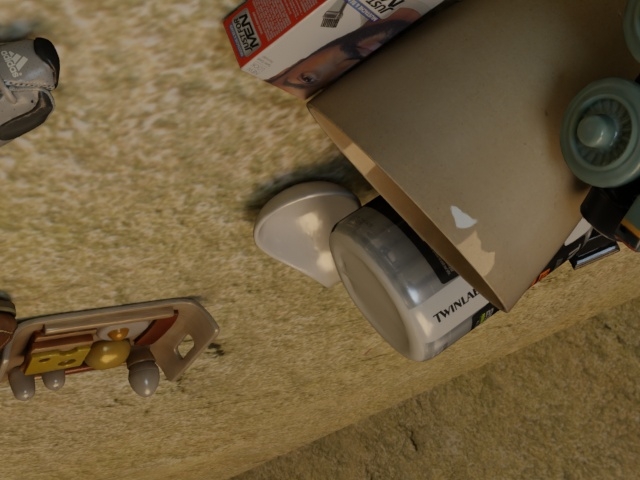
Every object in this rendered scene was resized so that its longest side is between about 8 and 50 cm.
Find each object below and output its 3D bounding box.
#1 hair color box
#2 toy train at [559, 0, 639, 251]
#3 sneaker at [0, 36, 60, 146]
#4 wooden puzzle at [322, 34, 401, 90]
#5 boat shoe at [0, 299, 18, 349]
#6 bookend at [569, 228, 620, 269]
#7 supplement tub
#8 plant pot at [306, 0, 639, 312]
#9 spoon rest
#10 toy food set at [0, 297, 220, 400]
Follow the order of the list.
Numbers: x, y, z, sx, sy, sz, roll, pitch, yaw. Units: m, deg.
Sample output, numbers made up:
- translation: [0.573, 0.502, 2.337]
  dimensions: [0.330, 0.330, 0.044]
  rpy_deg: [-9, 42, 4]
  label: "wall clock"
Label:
- translation: [0.018, -0.187, 0.604]
  dimensions: [0.167, 0.053, 0.093]
  rpy_deg: [-31, 157, 27]
  label: "hair color box"
- translation: [0.294, -0.111, 0.478]
  dimensions: [0.142, 0.190, 0.334]
  rpy_deg: [-1, 129, -36]
  label: "toy train"
- translation: [-0.246, -0.121, 0.504]
  dimensions: [0.132, 0.086, 0.229]
  rpy_deg: [-22, 169, -10]
  label: "sneaker"
- translation: [0.041, -0.173, 0.714]
  dimensions: [0.116, 0.014, 0.078]
  rpy_deg: [-34, 159, 31]
  label: "wooden puzzle"
- translation: [-0.483, 0.175, 0.946]
  dimensions: [0.307, 0.104, 0.110]
  rpy_deg: [-30, 157, 21]
  label: "boat shoe"
- translation: [0.355, -0.059, 1.073]
  dimensions: [0.072, 0.157, 0.156]
  rpy_deg: [-24, 159, 8]
  label: "bookend"
- translation: [0.185, -0.016, 0.918]
  dimensions: [0.316, 0.193, 0.193]
  rpy_deg: [-33, 161, -13]
  label: "supplement tub"
- translation: [0.172, -0.123, 0.680]
  dimensions: [0.274, 0.256, 0.256]
  rpy_deg: [-44, 156, 2]
  label: "plant pot"
- translation: [0.000, 0.000, 0.994]
  dimensions: [0.137, 0.084, 0.276]
  rpy_deg: [-23, 159, 5]
  label: "spoon rest"
- translation: [-0.327, 0.184, 1.126]
  dimensions: [0.306, 0.092, 0.220]
  rpy_deg: [-6, 155, -34]
  label: "toy food set"
